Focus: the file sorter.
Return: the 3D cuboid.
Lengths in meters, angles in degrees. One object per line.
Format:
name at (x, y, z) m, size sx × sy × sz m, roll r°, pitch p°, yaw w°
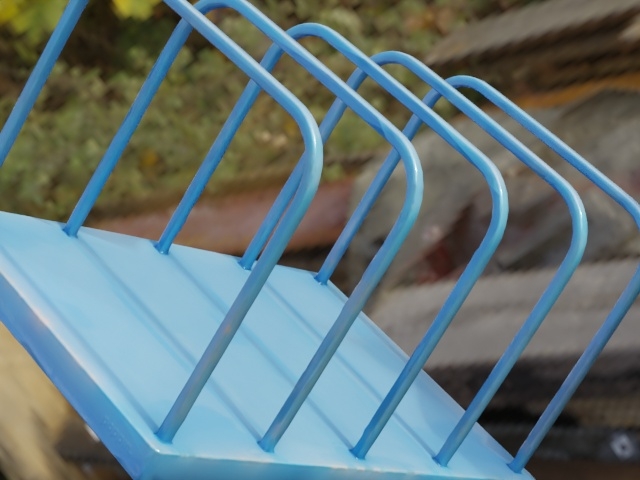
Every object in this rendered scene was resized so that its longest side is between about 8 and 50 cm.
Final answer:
file sorter at (0.000, 0.000, 0.574) m, size 0.118 × 0.170 × 0.104 m, roll 44°, pitch 110°, yaw 37°
